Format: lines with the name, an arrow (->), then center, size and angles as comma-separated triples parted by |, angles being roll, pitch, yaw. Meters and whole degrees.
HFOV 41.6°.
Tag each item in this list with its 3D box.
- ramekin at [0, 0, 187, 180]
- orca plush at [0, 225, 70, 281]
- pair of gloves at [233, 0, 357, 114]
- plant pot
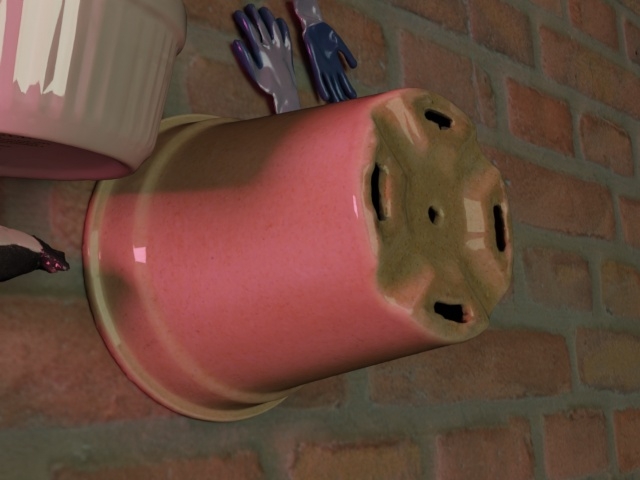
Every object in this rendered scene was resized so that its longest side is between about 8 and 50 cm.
ramekin -> -0.238, -0.123, 0.626 | 0.273, 0.273, 0.127 | 9, 83, -45
orca plush -> -0.345, 0.004, 0.632 | 0.151, 0.102, 0.287 | 44, 16, 32
pair of gloves -> -0.026, -0.226, 1.050 | 0.198, 0.023, 0.159 | -30, 104, -45
plant pot -> 0.000, 0.000, 0.810 | 0.334, 0.305, 0.333 | 15, 69, -44
